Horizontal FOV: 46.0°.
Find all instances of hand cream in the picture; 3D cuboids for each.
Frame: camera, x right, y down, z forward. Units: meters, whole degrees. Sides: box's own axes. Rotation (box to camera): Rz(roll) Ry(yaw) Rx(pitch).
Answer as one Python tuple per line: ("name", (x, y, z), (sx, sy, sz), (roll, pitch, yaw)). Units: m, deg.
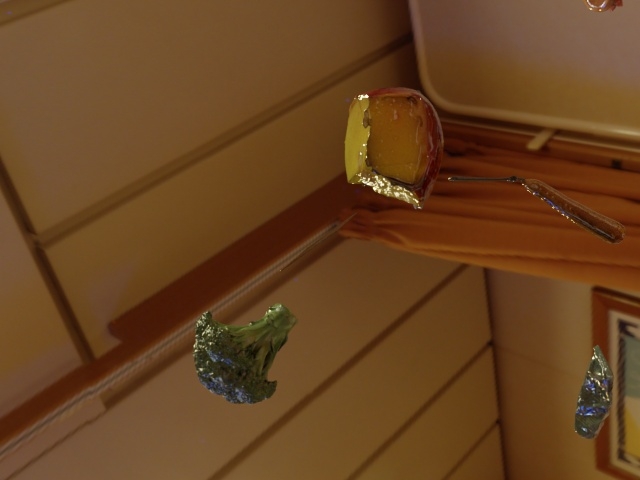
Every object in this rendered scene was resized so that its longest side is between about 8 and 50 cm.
("hand cream", (0.561, 0.328, 1.555), (0.052, 0.075, 0.247), (-23, -46, -16))

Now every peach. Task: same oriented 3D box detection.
("peach", (0.088, -0.118, 0.919), (0.118, 0.151, 0.151), (-50, -47, -11))

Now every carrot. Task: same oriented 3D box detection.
("carrot", (0.392, -0.048, 1.169), (0.190, 0.037, 0.037), (29, -99, -11))

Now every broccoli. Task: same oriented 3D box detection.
("broccoli", (-0.175, 0.249, 1.775), (0.269, 0.254, 0.269), (-41, -7, -6))

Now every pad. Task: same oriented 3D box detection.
("pad", (0.000, 0.000, 1.776), (0.004, 0.164, 0.243), (54, -163, -1))

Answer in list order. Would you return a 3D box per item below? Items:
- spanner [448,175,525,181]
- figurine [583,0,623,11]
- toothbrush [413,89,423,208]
("spanner", (0.380, -0.139, 1.715), (0.209, 0.046, 0.012), (-2, -90, -25))
("figurine", (0.523, -0.486, 1.338), (0.195, 0.111, 0.102), (-49, -26, -18))
("toothbrush", (0.206, -0.187, 1.595), (0.021, 0.027, 0.269), (-37, -47, -44))
